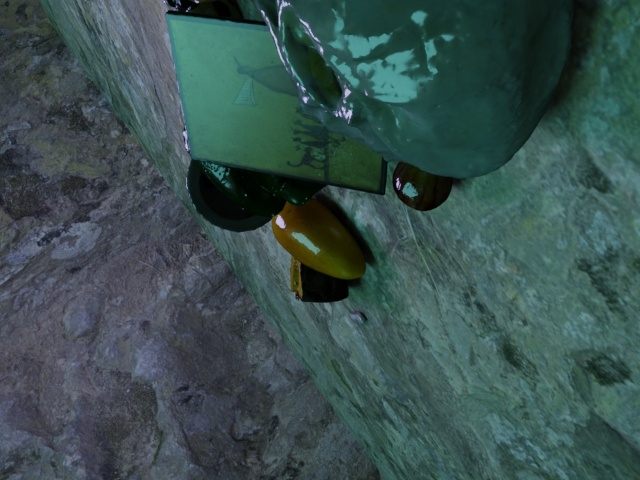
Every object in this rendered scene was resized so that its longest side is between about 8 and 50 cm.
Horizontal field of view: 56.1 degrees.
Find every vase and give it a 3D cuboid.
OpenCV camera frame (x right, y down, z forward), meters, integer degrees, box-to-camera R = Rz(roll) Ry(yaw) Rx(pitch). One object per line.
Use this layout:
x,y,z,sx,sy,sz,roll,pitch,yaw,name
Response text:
-0.224,-0.145,1.563,0.245,0.245,0.291,58,172,-9,vase

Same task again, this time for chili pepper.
-0.099,-0.186,1.089,0.257,0.248,0.233,50,154,-18,chili pepper

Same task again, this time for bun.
0.072,-0.211,0.594,0.354,0.194,0.354,45,157,25,bun

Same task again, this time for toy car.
-0.208,-0.398,1.172,0.101,0.124,0.257,33,144,52,toy car

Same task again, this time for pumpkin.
-0.003,0.066,1.542,0.312,0.148,0.169,174,97,-80,pumpkin

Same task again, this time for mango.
0.000,0.000,1.349,0.252,0.126,0.154,41,150,17,mango

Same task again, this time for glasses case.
0.102,0.215,1.662,0.032,0.021,0.083,55,164,-7,glasses case

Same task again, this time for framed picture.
-0.059,-0.199,0.896,0.338,0.014,0.255,13,134,13,framed picture

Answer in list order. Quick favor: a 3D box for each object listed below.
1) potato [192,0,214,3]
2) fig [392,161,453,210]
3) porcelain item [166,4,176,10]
-0.157,-0.455,0.789,0.246,0.196,0.300,49,161,16,potato
0.151,-0.104,0.830,0.089,0.088,0.125,46,135,29,fig
-0.363,-0.596,1.330,0.213,0.054,0.084,55,161,-2,porcelain item
